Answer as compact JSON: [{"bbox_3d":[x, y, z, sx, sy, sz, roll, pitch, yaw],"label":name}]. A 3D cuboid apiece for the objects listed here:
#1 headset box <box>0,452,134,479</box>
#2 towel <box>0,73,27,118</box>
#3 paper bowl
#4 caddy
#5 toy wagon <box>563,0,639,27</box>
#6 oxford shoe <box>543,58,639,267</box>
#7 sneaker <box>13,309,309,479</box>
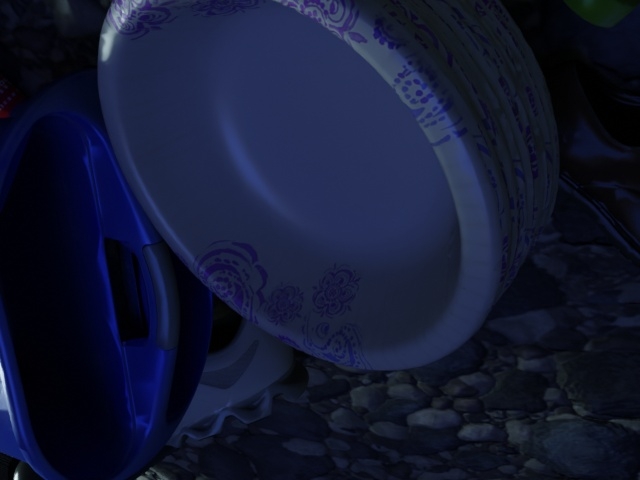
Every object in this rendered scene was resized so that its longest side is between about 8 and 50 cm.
[{"bbox_3d":[-0.434,0.347,1.123,0.218,0.110,0.293,17,152,16],"label":"headset box"},{"bbox_3d":[-0.393,-0.150,0.671,0.199,0.031,0.275,-24,122,39],"label":"towel"},{"bbox_3d":[0.010,-0.067,0.468,0.284,0.148,0.284,24,137,24],"label":"paper bowl"},{"bbox_3d":[-0.192,0.033,0.595,0.179,0.241,0.341,7,115,23],"label":"caddy"},{"bbox_3d":[0.138,-0.259,0.299,0.344,0.068,0.267,34,138,-13],"label":"toy wagon"},{"bbox_3d":[0.231,-0.039,0.488,0.227,0.083,0.096,30,137,-11],"label":"oxford shoe"},{"bbox_3d":[-0.190,0.157,0.784,0.330,0.122,0.146,-26,115,-8],"label":"sneaker"}]
